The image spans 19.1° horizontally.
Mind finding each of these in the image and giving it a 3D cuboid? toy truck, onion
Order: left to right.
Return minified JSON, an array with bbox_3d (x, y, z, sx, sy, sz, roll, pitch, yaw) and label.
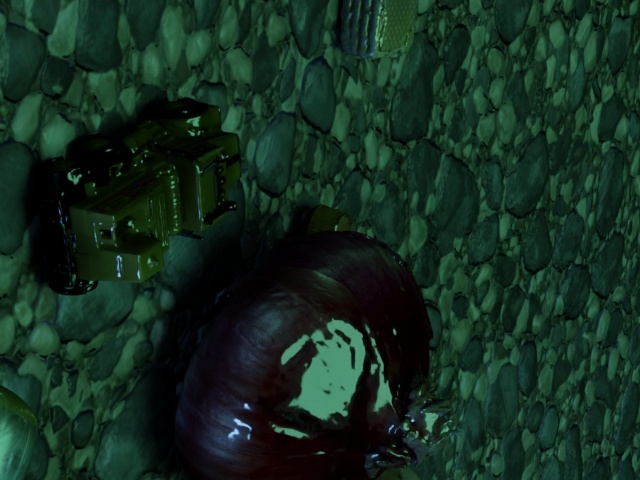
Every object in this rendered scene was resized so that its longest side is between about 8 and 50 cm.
[{"bbox_3d":[-0.159,-0.045,1.831,0.257,0.127,0.127,-41,133,-54],"label":"toy truck"},{"bbox_3d":[0.013,0.166,2.060,0.347,0.285,0.347,-40,143,-40],"label":"onion"}]

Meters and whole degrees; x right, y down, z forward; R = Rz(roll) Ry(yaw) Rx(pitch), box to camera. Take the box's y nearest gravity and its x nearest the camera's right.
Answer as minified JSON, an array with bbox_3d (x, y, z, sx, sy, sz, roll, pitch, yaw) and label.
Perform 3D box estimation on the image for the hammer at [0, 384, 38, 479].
[{"bbox_3d":[-0.231,0.253,1.666,0.202,0.305,0.113,-70,-165,-12],"label":"hammer"}]

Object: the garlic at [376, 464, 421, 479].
[{"bbox_3d":[0.057,0.329,2.272,0.214,0.160,0.191,-46,146,-71],"label":"garlic"}]

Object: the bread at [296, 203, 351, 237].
[{"bbox_3d":[0.000,0.000,2.212,0.085,0.053,0.085,13,90,-74],"label":"bread"}]

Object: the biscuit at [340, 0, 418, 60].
[{"bbox_3d":[0.076,-0.332,2.226,0.108,0.062,0.239,-16,115,-61],"label":"biscuit"}]
